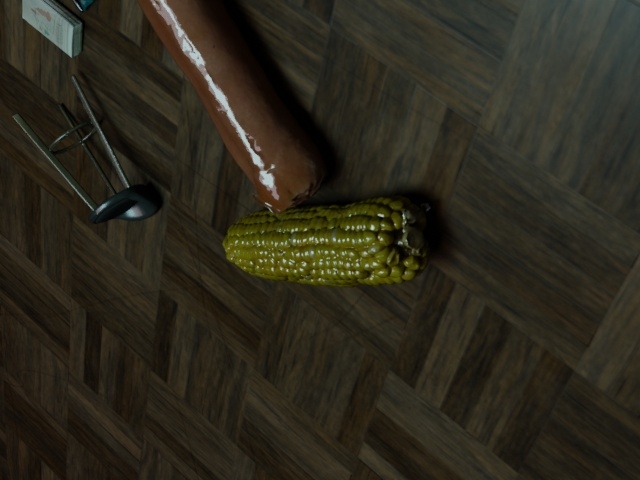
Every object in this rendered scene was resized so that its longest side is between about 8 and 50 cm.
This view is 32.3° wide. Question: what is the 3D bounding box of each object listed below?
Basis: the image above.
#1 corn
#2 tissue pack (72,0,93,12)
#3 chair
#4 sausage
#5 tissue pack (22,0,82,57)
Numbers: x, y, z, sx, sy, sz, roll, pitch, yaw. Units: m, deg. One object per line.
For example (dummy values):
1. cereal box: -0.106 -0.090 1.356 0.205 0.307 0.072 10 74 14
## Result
1. corn: 0.002 0.004 1.278 0.313 0.102 0.102 -2 115 50
2. tissue pack: -0.294 -0.343 1.394 0.138 0.028 0.085 -18 103 48
3. chair: -0.327 -0.109 1.545 0.221 0.095 0.104 53 154 2
4. sausage: -0.127 -0.223 1.250 0.419 0.094 0.094 59 -174 -5
5. tissue pack: -0.365 -0.300 1.502 0.108 0.023 0.056 40 140 19
